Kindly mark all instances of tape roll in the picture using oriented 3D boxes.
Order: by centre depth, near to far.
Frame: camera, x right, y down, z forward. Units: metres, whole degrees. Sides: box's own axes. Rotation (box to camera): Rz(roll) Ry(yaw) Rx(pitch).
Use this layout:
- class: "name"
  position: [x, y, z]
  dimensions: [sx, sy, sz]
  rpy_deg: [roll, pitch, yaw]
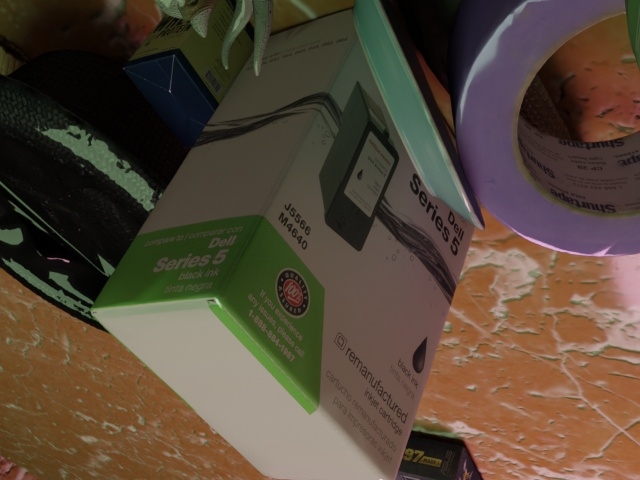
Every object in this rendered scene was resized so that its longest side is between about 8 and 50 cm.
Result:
- class: "tape roll"
  position: [0.167, -0.087, 0.464]
  dimensions: [0.189, 0.080, 0.189]
  rpy_deg: [2, 128, 3]

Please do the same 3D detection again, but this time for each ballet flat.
- class: "ballet flat"
  position: [0.125, -0.106, 0.557]
  dimensions: [0.250, 0.058, 0.084]
  rpy_deg: [54, 172, -27]

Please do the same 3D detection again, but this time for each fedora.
- class: "fedora"
  position: [-0.194, -0.053, 0.747]
  dimensions: [0.334, 0.152, 0.334]
  rpy_deg: [18, 146, 13]

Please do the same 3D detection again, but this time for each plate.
- class: "plate"
  position: [0.056, -0.089, 0.512]
  dimensions: [0.024, 0.188, 0.188]
  rpy_deg: [-24, 128, 13]

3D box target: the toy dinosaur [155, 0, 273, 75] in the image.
- class: "toy dinosaur"
  position: [0.028, -0.237, 0.405]
  dimensions: [0.313, 0.121, 0.160]
  rpy_deg: [-29, 122, 22]

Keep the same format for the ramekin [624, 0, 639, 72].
- class: "ramekin"
  position: [0.243, -0.116, 0.249]
  dimensions: [0.303, 0.303, 0.148]
  rpy_deg: [15, 152, 17]

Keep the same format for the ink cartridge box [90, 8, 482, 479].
- class: "ink cartridge box"
  position: [0.000, 0.000, 0.582]
  dimensions: [0.115, 0.273, 0.198]
  rpy_deg: [-8, 133, 38]

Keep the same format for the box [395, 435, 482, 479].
- class: "box"
  position: [0.136, 0.345, 1.146]
  dimensions: [0.183, 0.059, 0.232]
  rpy_deg: [3, 140, 31]

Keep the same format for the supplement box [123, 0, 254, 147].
- class: "supplement box"
  position: [-0.088, -0.131, 0.633]
  dimensions: [0.056, 0.083, 0.083]
  rpy_deg: [-3, 137, 37]

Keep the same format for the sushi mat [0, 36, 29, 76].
- class: "sushi mat"
  position: [-0.399, -0.146, 0.883]
  dimensions: [0.151, 0.019, 0.316]
  rpy_deg: [33, 146, -11]
